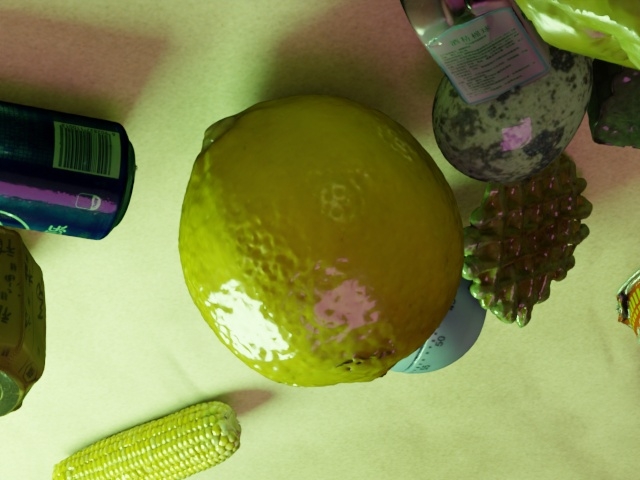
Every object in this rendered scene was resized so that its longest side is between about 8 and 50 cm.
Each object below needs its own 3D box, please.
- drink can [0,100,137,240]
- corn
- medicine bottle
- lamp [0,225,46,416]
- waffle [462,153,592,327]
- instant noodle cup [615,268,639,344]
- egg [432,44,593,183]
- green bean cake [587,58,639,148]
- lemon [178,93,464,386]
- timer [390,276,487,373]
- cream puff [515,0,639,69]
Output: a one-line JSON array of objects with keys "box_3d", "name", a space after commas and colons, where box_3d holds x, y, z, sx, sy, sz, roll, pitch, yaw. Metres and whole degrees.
[{"box_3d": [-0.281, -0.070, 1.694, 0.205, 0.118, 0.118, 11, 139, -23], "name": "drink can"}, {"box_3d": [-0.207, 0.259, 2.175, 0.248, 0.081, 0.081, -22, 142, 17], "name": "corn"}, {"box_3d": [0.123, -0.218, 1.584, 0.094, 0.119, 0.188, -23, 142, 16], "name": "medicine bottle"}, {"box_3d": [-0.353, 0.080, 1.816, 0.161, 0.185, 0.161, -7, 144, -5], "name": "lamp"}, {"box_3d": [0.212, -0.007, 1.869, 0.169, 0.036, 0.183, 42, 76, -42], "name": "waffle"}, {"box_3d": [0.448, 0.141, 2.056, 0.193, 0.212, 0.193, -6, 143, -4], "name": "instant noodle cup"}, {"box_3d": [0.182, -0.130, 1.705, 0.132, 0.132, 0.172, 24, 121, -37], "name": "egg"}, {"box_3d": [0.355, -0.167, 1.726, 0.185, 0.094, 0.183, 1, 142, -14], "name": "green bean cake"}, {"box_3d": [0.001, 0.001, 1.718, 0.293, 0.293, 0.293, -6, 143, -5], "name": "lemon"}, {"box_3d": [0.051, 0.052, 1.925, 0.256, 0.175, 0.175, 12, 145, 11], "name": "timer"}, {"box_3d": [0.329, -0.235, 1.416, 0.378, 0.378, 0.275, -19, 121, 12], "name": "cream puff"}]
